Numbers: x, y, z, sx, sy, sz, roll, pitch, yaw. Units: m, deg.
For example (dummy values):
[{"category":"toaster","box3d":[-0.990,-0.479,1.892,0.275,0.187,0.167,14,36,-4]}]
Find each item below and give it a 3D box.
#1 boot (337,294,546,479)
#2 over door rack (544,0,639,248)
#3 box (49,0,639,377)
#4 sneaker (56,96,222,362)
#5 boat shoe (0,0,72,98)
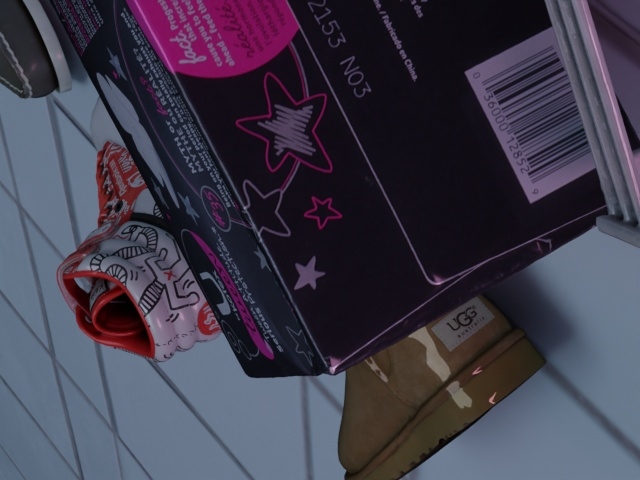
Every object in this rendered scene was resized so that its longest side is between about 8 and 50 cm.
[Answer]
[{"category":"boot","box3d":[0.000,0.000,0.964,0.269,0.089,0.236,53,152,8]},{"category":"over door rack","box3d":[0.137,-0.072,0.437,0.324,0.108,0.239,-123,10,-67]},{"category":"box","box3d":[-0.005,-0.089,0.689,0.247,0.163,0.142,62,164,-4]},{"category":"sneaker","box3d":[-0.131,-0.017,1.163,0.270,0.145,0.090,39,149,43]},{"category":"boat shoe","box3d":[-0.308,-0.204,1.386,0.305,0.091,0.109,46,154,32]}]
